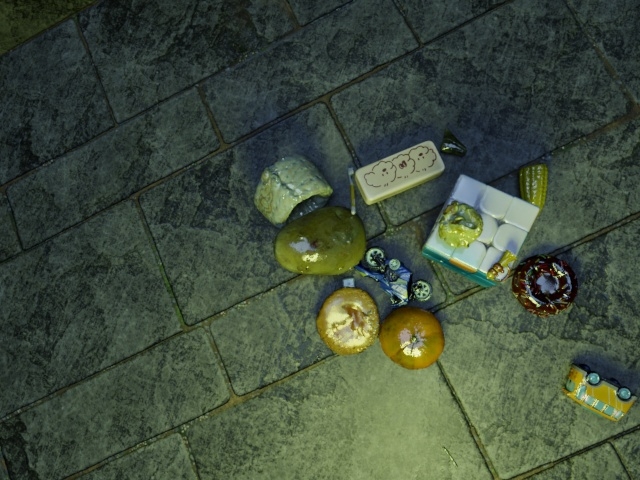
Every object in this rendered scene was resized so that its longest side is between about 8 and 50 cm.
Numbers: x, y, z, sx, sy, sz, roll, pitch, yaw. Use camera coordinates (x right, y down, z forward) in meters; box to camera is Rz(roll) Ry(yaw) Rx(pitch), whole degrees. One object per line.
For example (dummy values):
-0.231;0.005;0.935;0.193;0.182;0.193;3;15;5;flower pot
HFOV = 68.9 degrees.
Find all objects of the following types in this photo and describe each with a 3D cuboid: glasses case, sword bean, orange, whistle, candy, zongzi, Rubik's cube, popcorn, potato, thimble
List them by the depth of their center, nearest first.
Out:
0.450;-0.046;1.492;0.135;0.162;0.142;15;109;-23;popcorn
0.579;0.088;1.494;0.109;0.057;0.046;-51;33;7;whistle
0.555;-0.024;1.677;0.290;0.291;0.291;27;86;13;Rubik's cube
0.475;0.792;1.707;0.012;0.012;0.083;-35;76;3;sword bean
0.335;0.358;1.716;0.240;0.171;0.240;-2;81;11;orange
0.806;-0.186;1.765;0.106;0.094;0.199;0;87;4;candy
0.001;0.019;1.777;0.359;0.219;0.270;-21;81;-18;potato
-0.109;-0.183;1.816;0.291;0.291;0.195;-42;76;1;thimble
0.310;-0.267;1.841;0.336;0.076;0.144;-24;80;-4;glasses case
0.542;-0.397;1.867;0.104;0.052;0.113;17;71;4;zongzi

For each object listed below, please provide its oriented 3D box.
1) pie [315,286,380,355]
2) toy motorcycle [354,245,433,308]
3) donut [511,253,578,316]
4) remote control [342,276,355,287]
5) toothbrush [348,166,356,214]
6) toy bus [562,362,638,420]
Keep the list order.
0.109;0.313;1.805;0.273;0.069;0.274;0;94;3;pie
0.271;0.154;1.793;0.315;0.113;0.169;37;98;22;toy motorcycle
0.829;0.161;1.708;0.235;0.089;0.235;-2;79;8;donut
0.118;0.209;1.854;0.053;0.018;0.125;-10;80;9;remote control
0.127;-0.201;1.831;0.024;0.021;0.288;-21;40;20;toothbrush
0.955;0.525;1.614;0.209;0.126;0.136;27;95;12;toy bus
